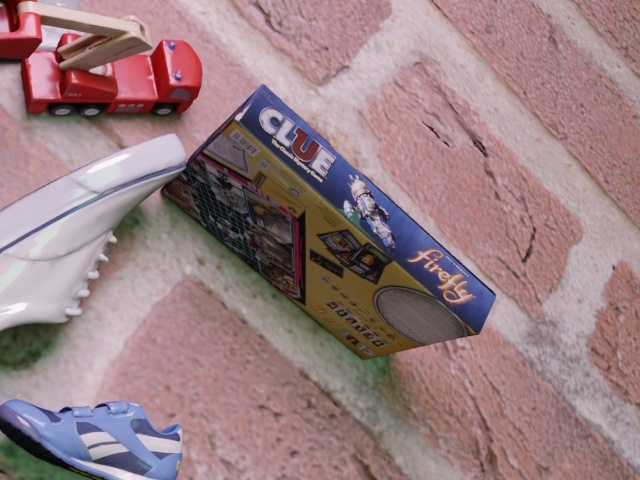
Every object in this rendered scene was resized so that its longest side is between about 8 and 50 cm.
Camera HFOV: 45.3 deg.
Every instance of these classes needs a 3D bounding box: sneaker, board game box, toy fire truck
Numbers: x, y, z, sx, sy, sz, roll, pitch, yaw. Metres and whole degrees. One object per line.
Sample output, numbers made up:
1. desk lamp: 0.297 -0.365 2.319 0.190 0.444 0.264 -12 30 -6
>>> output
1. sneaker: -0.198 0.012 0.558 0.258 0.094 0.091 -35 105 -21
2. board game box: 0.000 0.000 0.626 0.243 0.165 0.042 41 59 -14
3. sneaker: -0.163 0.140 0.558 0.144 0.053 0.059 32 62 -28
4. toy fire truck: -0.171 -0.142 0.586 0.192 0.135 0.047 -6 78 -31

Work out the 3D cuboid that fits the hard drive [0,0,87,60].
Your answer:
1. hard drive: -0.264 -0.190 0.615 0.135 0.022 0.094 -11 81 -32
